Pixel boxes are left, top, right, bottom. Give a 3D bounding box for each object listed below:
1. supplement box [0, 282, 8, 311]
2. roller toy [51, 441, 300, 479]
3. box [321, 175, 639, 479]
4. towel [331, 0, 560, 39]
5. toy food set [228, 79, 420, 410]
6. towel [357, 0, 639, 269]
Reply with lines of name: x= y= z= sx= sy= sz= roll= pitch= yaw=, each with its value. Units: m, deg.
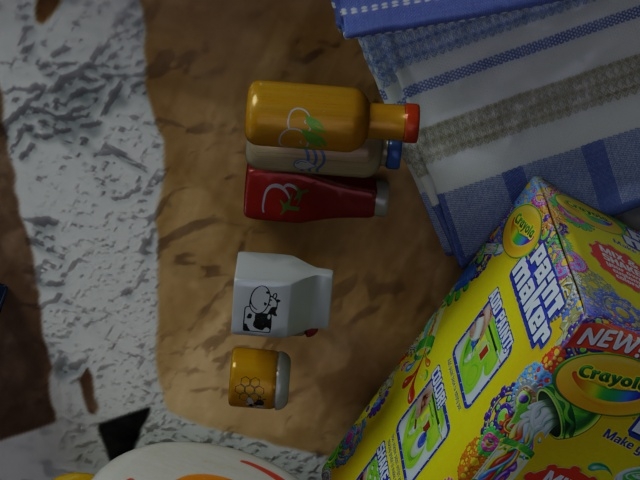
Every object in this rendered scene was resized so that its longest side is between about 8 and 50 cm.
supplement box: x=-0.270 y=0.065 z=1.099 sx=0.083 sy=0.056 sz=0.083 roll=20 pitch=114 yaw=-9
roller toy: x=-0.084 y=0.235 z=1.107 sx=0.191 sy=0.209 sz=0.146 roll=-3 pitch=122 yaw=-37
box: x=0.196 y=0.161 z=1.057 sx=0.290 sy=0.177 sz=0.279 roll=26 pitch=115 yaw=-17
towel: x=0.092 y=-0.298 z=0.910 sx=0.243 sy=0.040 sz=0.336 roll=-11 pitch=107 yaw=3
toy food set: x=0.000 y=0.000 z=1.033 sx=0.104 sy=0.111 sz=0.232 roll=4 pitch=115 yaw=-1
towel: x=0.131 y=-0.133 z=1.013 sx=0.209 sy=0.034 sz=0.285 roll=-19 pitch=115 yaw=8
